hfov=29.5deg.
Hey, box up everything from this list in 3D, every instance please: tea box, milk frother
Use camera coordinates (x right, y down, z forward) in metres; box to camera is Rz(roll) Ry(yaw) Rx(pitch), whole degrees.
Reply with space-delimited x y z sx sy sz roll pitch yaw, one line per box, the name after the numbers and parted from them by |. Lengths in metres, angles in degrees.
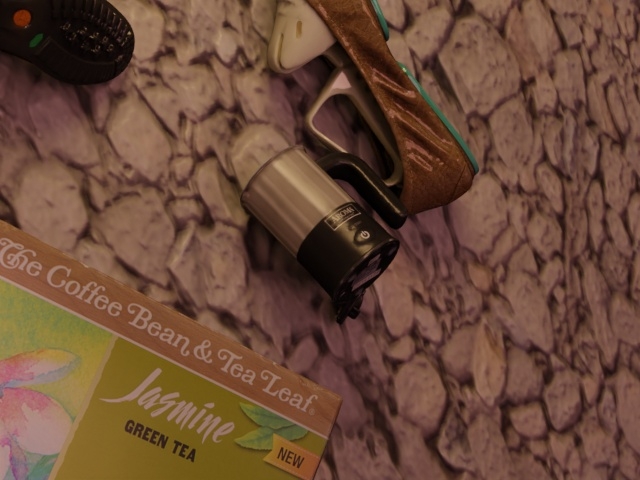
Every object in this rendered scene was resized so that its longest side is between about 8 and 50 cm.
-0.215 0.198 0.944 0.329 0.220 0.324 29 71 -25 | tea box
0.000 0.000 1.166 0.135 0.143 0.129 46 39 18 | milk frother

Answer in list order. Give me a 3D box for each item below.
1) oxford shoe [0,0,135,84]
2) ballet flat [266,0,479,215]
-0.255 -0.193 1.033 0.227 0.096 0.083 14 103 -49 | oxford shoe
0.026 -0.164 1.195 0.124 0.116 0.342 -35 108 -8 | ballet flat
